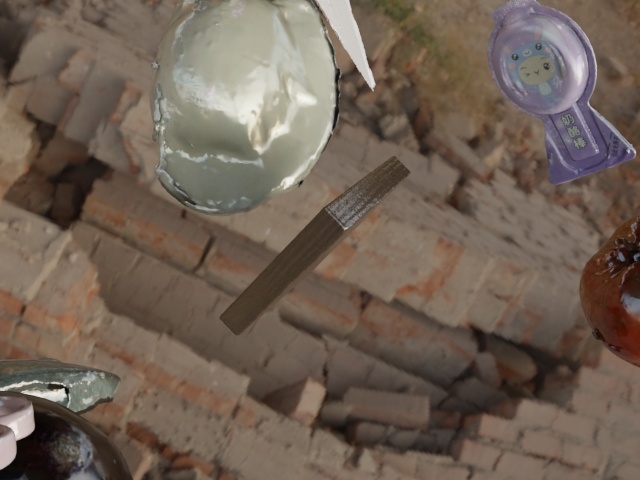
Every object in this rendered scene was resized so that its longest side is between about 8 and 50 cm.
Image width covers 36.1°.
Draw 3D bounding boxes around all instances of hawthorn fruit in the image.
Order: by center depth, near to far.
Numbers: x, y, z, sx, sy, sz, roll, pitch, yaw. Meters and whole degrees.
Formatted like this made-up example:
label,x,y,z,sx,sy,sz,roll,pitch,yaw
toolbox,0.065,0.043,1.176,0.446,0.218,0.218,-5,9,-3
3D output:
label,x,y,z,sx,sy,sz,roll,pitch,yaw
hawthorn fruit,0.395,0.072,1.119,0.202,0.185,0.185,52,22,-41

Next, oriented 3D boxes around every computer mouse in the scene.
label,x,y,z,sx,sy,sz,roll,pitch,yaw
computer mouse,-0.404,0.198,1.114,0.374,0.203,0.114,-22,88,-46

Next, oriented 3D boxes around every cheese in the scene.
label,x,y,z,sx,sy,sz,roll,pitch,yaw
cheese,0.226,-0.147,0.951,0.191,0.105,0.042,58,42,-13

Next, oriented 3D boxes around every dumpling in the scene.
label,x,y,z,sx,sy,sz,roll,pitch,yaw
dumpling,-0.066,-0.135,0.886,0.173,0.142,0.247,11,75,-8

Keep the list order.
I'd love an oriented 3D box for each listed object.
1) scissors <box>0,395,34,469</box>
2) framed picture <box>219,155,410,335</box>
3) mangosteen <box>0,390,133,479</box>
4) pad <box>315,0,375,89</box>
label,x,y,z,sx,sy,sz,roll,pitch,yaw
scissors,-0.290,0.118,0.555,0.242,0.030,0.118,-5,6,-3
framed picture,0.000,0.000,0.768,0.023,0.128,0.168,46,27,2
mangosteen,-0.294,0.278,0.869,0.288,0.233,0.287,2,71,-7
pad,-0.020,-0.179,0.482,0.232,0.004,0.156,39,34,-68
